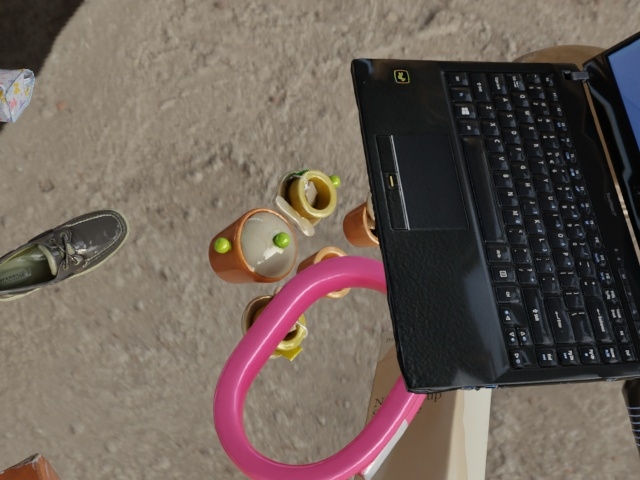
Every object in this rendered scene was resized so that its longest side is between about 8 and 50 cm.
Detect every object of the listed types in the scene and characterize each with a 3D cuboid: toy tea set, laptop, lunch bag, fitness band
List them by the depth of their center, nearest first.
[{"bbox_3d":[0.172,-0.049,0.494,0.264,0.136,0.234,-1,62,-12],"label":"laptop"},{"bbox_3d":[0.009,0.145,0.945,0.209,0.054,0.291,28,66,24],"label":"fitness band"},{"bbox_3d":[-0.406,-0.188,1.066,0.071,0.053,0.083,4,43,3],"label":"lunch bag"},{"bbox_3d":[0.000,0.000,1.144,0.336,0.124,0.200,-45,108,-38],"label":"toy tea set"}]

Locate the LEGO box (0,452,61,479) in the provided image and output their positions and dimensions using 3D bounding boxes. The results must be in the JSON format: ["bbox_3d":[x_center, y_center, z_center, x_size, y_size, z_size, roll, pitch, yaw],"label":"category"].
[{"bbox_3d":[-0.150,0.428,0.465,0.193,0.372,0.500,-18,64,-15],"label":"LEGO box"}]

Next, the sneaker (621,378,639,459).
[{"bbox_3d":[0.404,0.206,1.001,0.081,0.232,0.090,-15,27,-20],"label":"sneaker"}]

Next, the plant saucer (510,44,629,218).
[{"bbox_3d":[0.340,-0.149,1.054,0.278,0.041,0.278,3,56,-4],"label":"plant saucer"}]

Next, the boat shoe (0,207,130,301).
[{"bbox_3d":[-0.375,0.025,1.195,0.223,0.073,0.080,-26,97,-5],"label":"boat shoe"}]

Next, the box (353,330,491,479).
[{"bbox_3d":[0.149,0.273,1.190,0.148,0.121,0.311,-15,39,27],"label":"box"}]
